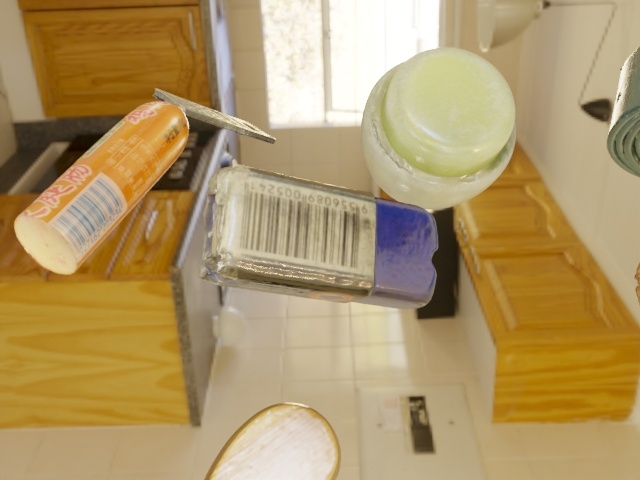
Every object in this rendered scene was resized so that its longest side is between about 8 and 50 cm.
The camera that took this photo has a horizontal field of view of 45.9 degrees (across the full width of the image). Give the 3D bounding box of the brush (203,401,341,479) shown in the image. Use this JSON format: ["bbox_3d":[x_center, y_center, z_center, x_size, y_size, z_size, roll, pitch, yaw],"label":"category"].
[{"bbox_3d":[-0.096,0.393,1.267,0.174,0.267,0.166,56,-23,17],"label":"brush"}]

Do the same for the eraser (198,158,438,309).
[{"bbox_3d":[0.000,0.000,1.038,0.101,0.332,0.155,-25,-122,60],"label":"eraser"}]

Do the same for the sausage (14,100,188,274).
[{"bbox_3d":[-0.259,-0.091,0.976,0.093,0.093,0.312,88,25,-43],"label":"sausage"}]

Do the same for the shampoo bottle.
[{"bbox_3d":[0.243,-0.227,1.605,0.317,0.323,0.322,116,-26,-69],"label":"shampoo bottle"}]

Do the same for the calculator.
[{"bbox_3d":[-0.234,-0.276,1.697,0.161,0.262,0.021,36,-73,48],"label":"calculator"}]

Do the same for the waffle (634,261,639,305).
[{"bbox_3d":[0.468,0.035,1.017,0.102,0.042,0.148,-76,171,-50],"label":"waffle"}]

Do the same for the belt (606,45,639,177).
[{"bbox_3d":[0.678,-0.228,1.334,0.436,0.300,0.173,70,33,-71],"label":"belt"}]
